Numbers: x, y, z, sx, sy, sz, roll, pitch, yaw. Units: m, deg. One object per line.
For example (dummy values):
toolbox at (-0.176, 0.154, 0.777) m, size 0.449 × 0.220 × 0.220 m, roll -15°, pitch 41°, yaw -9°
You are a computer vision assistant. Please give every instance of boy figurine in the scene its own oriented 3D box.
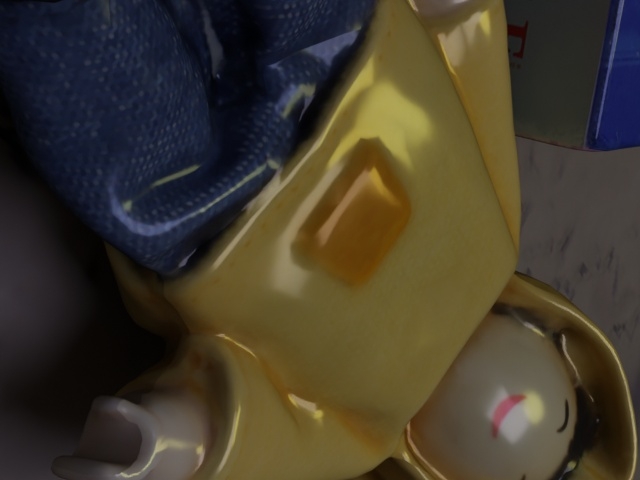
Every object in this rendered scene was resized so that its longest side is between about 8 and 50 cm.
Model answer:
boy figurine at (0.000, 0.000, 0.428) m, size 0.177 × 0.092 × 0.285 m, roll -55°, pitch 138°, yaw -24°

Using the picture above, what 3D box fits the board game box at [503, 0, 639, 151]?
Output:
board game box at (0.173, -0.198, 0.576) m, size 0.318 × 0.066 × 0.319 m, roll -11°, pitch 113°, yaw -50°
